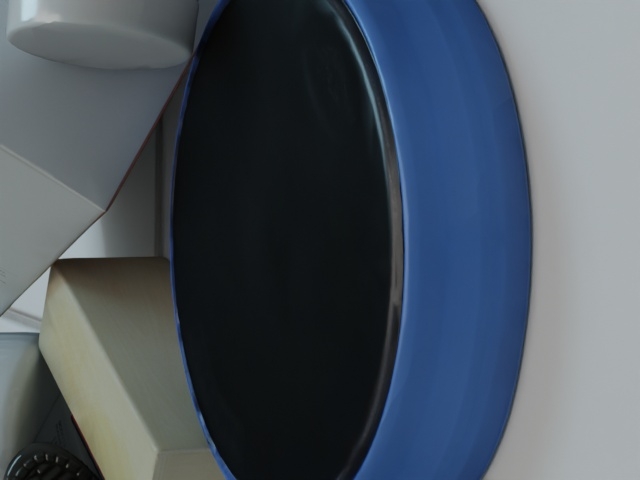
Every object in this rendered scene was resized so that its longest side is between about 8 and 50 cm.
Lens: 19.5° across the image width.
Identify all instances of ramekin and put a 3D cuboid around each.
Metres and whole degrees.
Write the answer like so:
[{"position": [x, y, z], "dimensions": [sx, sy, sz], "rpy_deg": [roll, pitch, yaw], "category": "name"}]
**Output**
[{"position": [-0.276, 0.206, 1.572], "dimensions": [0.277, 0.135, 0.277], "rpy_deg": [-6, -90, -77], "category": "ramekin"}]

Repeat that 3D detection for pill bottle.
[{"position": [-0.138, -0.288, 1.305], "dimensions": [0.176, 0.176, 0.319], "rpy_deg": [-13, 70, 64], "category": "pill bottle"}]

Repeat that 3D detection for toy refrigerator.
[{"position": [-0.128, 0.119, 1.431], "dimensions": [0.269, 0.102, 0.094], "rpy_deg": [52, 136, 51], "category": "toy refrigerator"}]

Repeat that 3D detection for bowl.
[{"position": [0.000, 0.000, 1.190], "dimensions": [0.391, 0.077, 0.391], "rpy_deg": [179, 90, -64], "category": "bowl"}]

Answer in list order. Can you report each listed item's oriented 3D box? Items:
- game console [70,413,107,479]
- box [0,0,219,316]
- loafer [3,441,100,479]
[{"position": [-0.139, 0.215, 1.461], "dimensions": [0.144, 0.085, 0.124], "rpy_deg": [-128, 37, -52], "category": "game console"}, {"position": [-0.248, -0.096, 1.501], "dimensions": [0.345, 0.168, 0.215], "rpy_deg": [-35, 25, 60], "category": "box"}, {"position": [-0.177, 0.246, 1.469], "dimensions": [0.220, 0.080, 0.078], "rpy_deg": [58, 175, -18], "category": "loafer"}]
